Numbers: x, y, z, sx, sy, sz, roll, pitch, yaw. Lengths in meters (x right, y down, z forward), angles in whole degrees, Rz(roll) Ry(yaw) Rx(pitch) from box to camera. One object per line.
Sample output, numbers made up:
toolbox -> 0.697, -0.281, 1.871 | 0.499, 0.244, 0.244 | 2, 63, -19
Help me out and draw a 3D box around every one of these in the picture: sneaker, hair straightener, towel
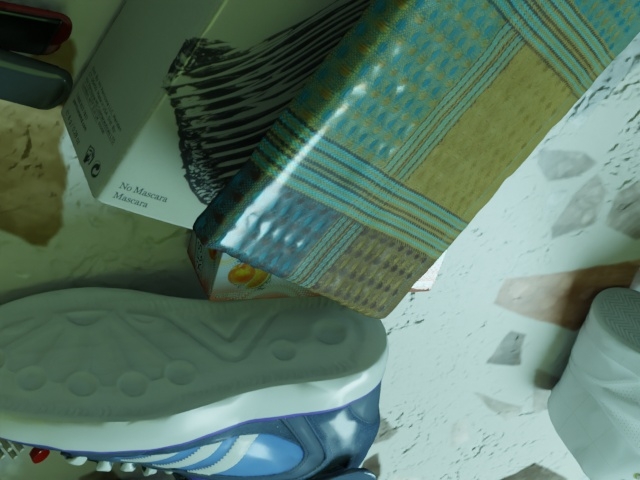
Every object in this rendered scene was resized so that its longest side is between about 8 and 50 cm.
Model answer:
sneaker -> -0.112, 0.151, 0.971 | 0.322, 0.130, 0.236 | -4, 138, -16
sneaker -> 0.338, 0.184, 1.142 | 0.108, 0.292, 0.169 | -32, 151, -42
hair straightener -> -0.241, -0.103, 0.694 | 0.230, 0.089, 0.047 | 11, 148, -35
towel -> 0.100, -0.116, 0.792 | 0.370, 0.040, 0.271 | -49, 153, 6

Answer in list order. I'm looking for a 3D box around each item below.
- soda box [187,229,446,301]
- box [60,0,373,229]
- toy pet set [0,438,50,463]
soda box -> 0.000, 0.000, 0.936 | 0.183, 0.058, 0.063 | -2, 130, -27
box -> -0.036, -0.138, 0.762 | 0.113, 0.094, 0.275 | 15, 122, -37
toy pet set -> -0.284, 0.172, 0.958 | 0.122, 0.065, 0.114 | -48, 155, 3
